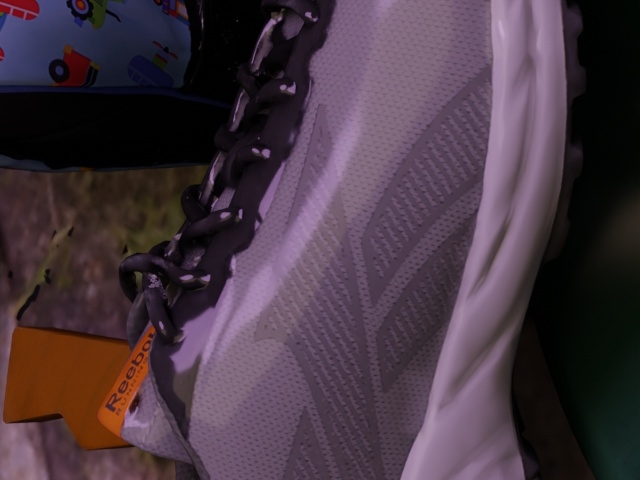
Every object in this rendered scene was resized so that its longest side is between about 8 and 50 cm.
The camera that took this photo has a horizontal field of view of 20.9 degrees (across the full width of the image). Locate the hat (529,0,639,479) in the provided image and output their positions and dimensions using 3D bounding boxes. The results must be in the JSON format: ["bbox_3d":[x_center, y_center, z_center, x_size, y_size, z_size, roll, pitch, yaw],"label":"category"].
[{"bbox_3d":[0.159,-0.024,0.402,0.208,0.183,0.173,104,154,-65],"label":"hat"}]

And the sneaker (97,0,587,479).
[{"bbox_3d":[0.000,0.000,0.438,0.100,0.108,0.271,-146,58,-75],"label":"sneaker"}]

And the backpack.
[{"bbox_3d":[-0.096,-0.078,0.489,0.158,0.173,0.117,8,96,35],"label":"backpack"}]

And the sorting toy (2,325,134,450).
[{"bbox_3d":[-0.174,0.094,0.634,0.307,0.041,0.229,7,91,34],"label":"sorting toy"}]
